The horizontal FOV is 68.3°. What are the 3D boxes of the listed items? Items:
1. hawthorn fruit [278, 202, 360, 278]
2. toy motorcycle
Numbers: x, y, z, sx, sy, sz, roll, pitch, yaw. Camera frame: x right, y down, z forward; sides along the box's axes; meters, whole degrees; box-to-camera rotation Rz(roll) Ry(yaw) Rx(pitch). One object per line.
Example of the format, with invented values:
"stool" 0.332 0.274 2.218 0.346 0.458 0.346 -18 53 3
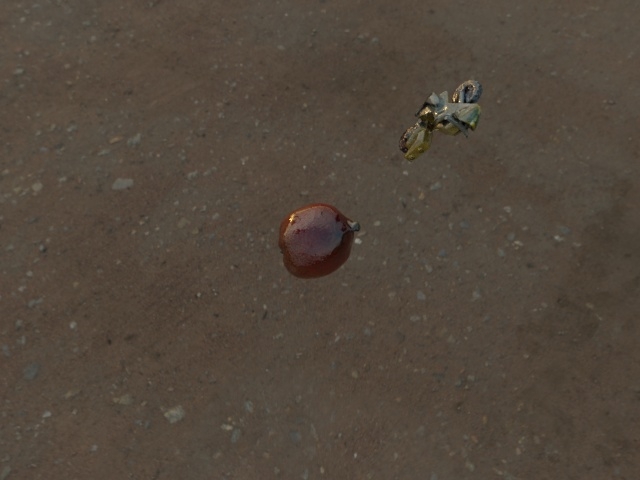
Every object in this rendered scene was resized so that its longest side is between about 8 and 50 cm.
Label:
"hawthorn fruit" 0.000 0.000 1.049 0.188 0.169 0.169 -10 56 11
"toy motorcycle" 0.273 -0.262 1.071 0.094 0.229 0.130 25 41 -37
